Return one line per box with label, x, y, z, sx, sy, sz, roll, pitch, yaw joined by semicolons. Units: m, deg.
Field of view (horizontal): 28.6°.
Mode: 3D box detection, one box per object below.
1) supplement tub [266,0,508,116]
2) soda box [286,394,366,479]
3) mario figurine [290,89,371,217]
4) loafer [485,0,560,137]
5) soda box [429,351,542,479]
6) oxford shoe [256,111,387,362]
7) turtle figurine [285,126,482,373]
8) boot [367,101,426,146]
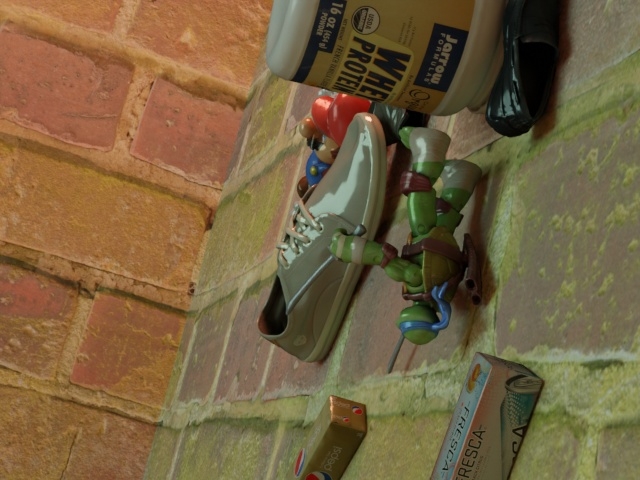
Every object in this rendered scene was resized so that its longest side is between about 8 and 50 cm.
supplement tub;0.105;-0.291;1.637;0.228;0.316;0.228;-168;90;-80
soda box;0.007;0.316;1.857;0.061;0.058;0.181;-91;22;-54
mario figurine;-0.003;-0.151;2.222;0.198;0.170;0.320;59;150;25
loafer;0.259;-0.231;1.515;0.078;0.076;0.223;-13;58;58
soda box;0.169;0.215;1.323;0.058;0.063;0.183;-133;61;-74
oxford shoe;0.000;0.000;2.064;0.169;0.130;0.449;-114;39;-61
turtle figurine;0.094;0.005;1.606;0.275;0.198;0.266;-32;39;65
boot;0.145;-0.270;2.025;0.161;0.083;0.246;174;105;-70
